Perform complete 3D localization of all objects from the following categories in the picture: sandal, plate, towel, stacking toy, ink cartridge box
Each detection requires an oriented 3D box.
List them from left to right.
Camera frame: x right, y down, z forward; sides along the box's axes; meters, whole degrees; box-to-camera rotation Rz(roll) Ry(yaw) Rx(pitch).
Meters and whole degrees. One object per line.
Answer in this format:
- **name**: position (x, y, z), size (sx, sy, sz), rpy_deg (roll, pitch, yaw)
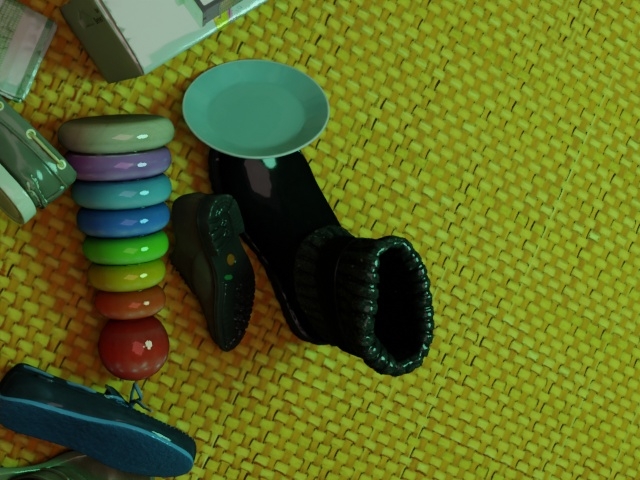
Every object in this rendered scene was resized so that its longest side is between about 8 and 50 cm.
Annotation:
- **towel**: position (-0.410, -0.248, 1.475), size (0.152, 0.023, 0.113), rpy_deg (25, 82, -19)
- **sandal**: position (-0.347, 0.328, 1.499), size (0.302, 0.086, 0.120), rpy_deg (-3, 95, -27)
- **stacking toy**: position (-0.244, 0.013, 1.512), size (0.141, 0.141, 0.330), rpy_deg (-7, 103, -22)
- **ink cartridge box**: position (-0.154, -0.309, 1.474), size (0.278, 0.201, 0.117), rpy_deg (-34, 105, -16)
- **plate**: position (-0.083, -0.164, 1.553), size (0.188, 0.188, 0.024), rpy_deg (-17, 142, -20)

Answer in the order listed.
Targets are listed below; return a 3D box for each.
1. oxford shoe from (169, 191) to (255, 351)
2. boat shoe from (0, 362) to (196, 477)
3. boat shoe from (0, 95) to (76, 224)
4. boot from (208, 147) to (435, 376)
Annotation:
- **oxford shoe**: position (-0.143, 0.038, 1.576), size (0.083, 0.096, 0.227), rpy_deg (-38, 129, -49)
- **boat shoe**: position (-0.269, 0.211, 1.506), size (0.258, 0.089, 0.109), rpy_deg (26, 129, -15)
- **boat shoe**: position (-0.407, -0.162, 1.408), size (0.091, 0.109, 0.305), rpy_deg (-39, 94, -21)
- **boot**: position (0.004, -0.001, 1.528), size (0.131, 0.260, 0.348), rpy_deg (-33, 105, -17)
